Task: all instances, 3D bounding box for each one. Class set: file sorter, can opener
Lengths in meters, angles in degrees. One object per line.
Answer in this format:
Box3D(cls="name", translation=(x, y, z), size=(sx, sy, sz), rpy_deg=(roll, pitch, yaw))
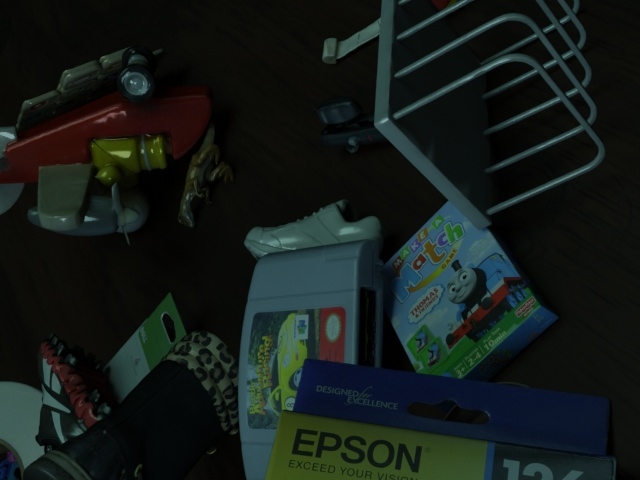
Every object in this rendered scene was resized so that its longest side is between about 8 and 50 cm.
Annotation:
Box3D(cls="file sorter", translation=(0.189, -0.197, 1.144), size=(0.173, 0.193, 0.278), rpy_deg=(-26, 40, 30))
Box3D(cls="can opener", translation=(0.071, -0.152, 1.387), size=(0.186, 0.073, 0.059), rpy_deg=(4, 61, 41))

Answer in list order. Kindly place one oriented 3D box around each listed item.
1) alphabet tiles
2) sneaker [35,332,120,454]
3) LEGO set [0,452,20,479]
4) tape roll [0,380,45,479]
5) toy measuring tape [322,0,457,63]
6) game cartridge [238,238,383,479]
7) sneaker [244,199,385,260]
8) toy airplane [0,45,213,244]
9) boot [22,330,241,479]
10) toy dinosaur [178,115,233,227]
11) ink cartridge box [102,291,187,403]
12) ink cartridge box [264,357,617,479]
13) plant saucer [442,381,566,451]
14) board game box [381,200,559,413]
Box3D(cls="alphabet tiles", translation=(-0.417, -0.271, 1.875), size=(0.278, 0.021, 0.284), rpy_deg=(-28, -1, -25))
Box3D(cls="sneaker", translation=(-0.354, 0.236, 1.472), size=(0.135, 0.097, 0.276), rpy_deg=(-55, 41, 4))
Box3D(cls="LEGO set", translation=(-0.521, 0.411, 1.656), size=(0.087, 0.093, 0.227), rpy_deg=(-17, 54, 43))
Box3D(cls="tape roll", translation=(-0.502, 0.404, 1.557), size=(0.392, 0.072, 0.392), rpy_deg=(-13, 58, 21))
Box3D(cls="toy measuring tape", translation=(0.096, -0.348, 1.442), size=(0.330, 0.121, 0.121), rpy_deg=(-22, 50, 39))
Box3D(cls="game cartridge", translation=(-0.015, 0.153, 1.217), size=(0.196, 0.060, 0.294), rpy_deg=(-10, 74, 47))
Box3D(cls="sneaker", translation=(0.000, 0.000, 1.354), size=(0.232, 0.090, 0.115), rpy_deg=(11, 68, 42))
Box3D(cls="toy airplane", translation=(-0.390, -0.119, 1.716), size=(0.384, 0.272, 0.386), rpy_deg=(0, 36, 42))
Box3D(cls="boot", translation=(-0.222, 0.301, 1.315), size=(0.138, 0.377, 0.284), rpy_deg=(30, 53, 22))
Box3D(cls="toy dinosaur", translation=(-0.187, -0.128, 1.662), size=(0.112, 0.064, 0.212), rpy_deg=(-5, 62, 49))
Box3D(cls="ink cartridge box", translation=(-0.246, 0.189, 1.514), size=(0.209, 0.062, 0.109), rpy_deg=(-48, 40, 16))
Box3D(cls="ink cartridge box", translation=(0.099, 0.240, 0.905), size=(0.303, 0.072, 0.307), rpy_deg=(6, 57, 9))
Box3D(cls="plant saucer", translation=(0.176, 0.224, 1.031), size=(0.168, 0.029, 0.168), rpy_deg=(-28, 46, 34))
Box3D(cls="board game box", translation=(0.151, 0.063, 1.161), size=(0.160, 0.039, 0.211), rpy_deg=(-46, 38, 17))
